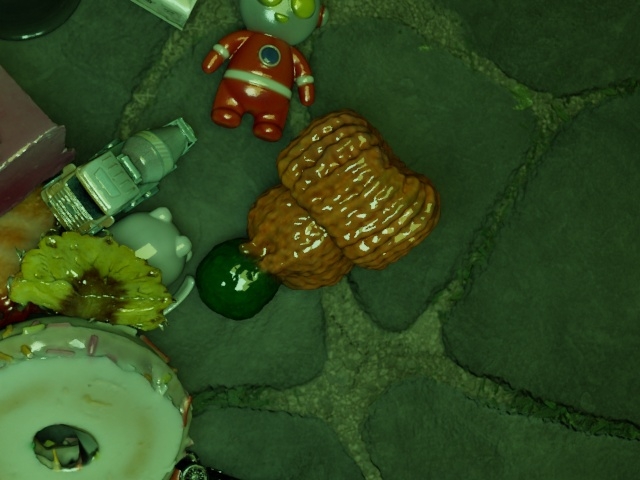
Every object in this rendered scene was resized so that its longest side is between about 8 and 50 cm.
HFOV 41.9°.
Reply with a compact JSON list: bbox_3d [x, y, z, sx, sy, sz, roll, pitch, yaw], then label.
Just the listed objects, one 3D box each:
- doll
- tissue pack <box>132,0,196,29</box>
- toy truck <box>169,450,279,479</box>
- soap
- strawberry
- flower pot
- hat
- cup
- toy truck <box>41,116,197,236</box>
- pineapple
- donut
[{"bbox_3d":[-0.080,-0.341,1.412,0.200,0.105,0.336,17,85,-14],"label":"doll"},{"bbox_3d":[-0.262,-0.433,1.361,0.149,0.099,0.106,28,81,-14],"label":"tissue pack"},{"bbox_3d":[-0.148,0.436,1.376,0.253,0.107,0.114,22,82,-16],"label":"toy truck"},{"bbox_3d":[-0.557,-0.191,1.193,0.233,0.128,0.359,-41,78,-16],"label":"soap"},{"bbox_3d":[-0.521,0.035,1.253,0.280,0.150,0.253,-3,61,-11],"label":"strawberry"},{"bbox_3d":[-0.477,-0.436,1.273,0.235,0.148,0.235,0,89,-16],"label":"flower pot"},{"bbox_3d":[0.000,0.000,1.372,0.285,0.285,0.400,38,97,-13],"label":"hat"},{"bbox_3d":[-0.273,0.039,1.331,0.142,0.134,0.173,-33,98,-15],"label":"cup"},{"bbox_3d":[-0.298,-0.107,1.287,0.108,0.140,0.256,55,31,-9],"label":"toy truck"},{"bbox_3d":[-0.319,0.044,1.181,0.233,0.135,0.079,17,122,-25],"label":"pineapple"},{"bbox_3d":[-0.380,0.267,1.236,0.383,0.142,0.382,-8,121,-14],"label":"donut"}]
